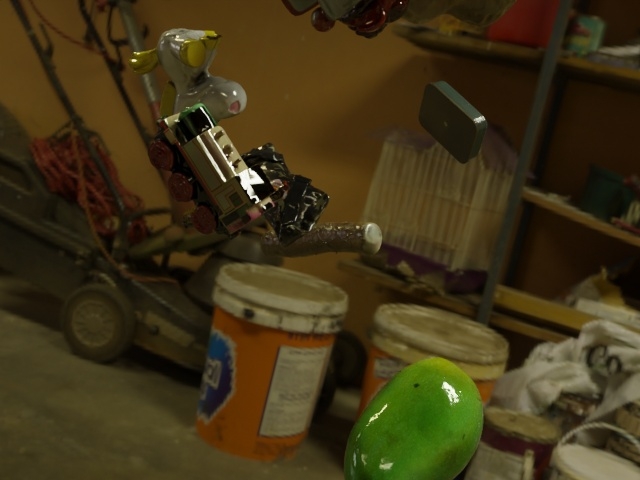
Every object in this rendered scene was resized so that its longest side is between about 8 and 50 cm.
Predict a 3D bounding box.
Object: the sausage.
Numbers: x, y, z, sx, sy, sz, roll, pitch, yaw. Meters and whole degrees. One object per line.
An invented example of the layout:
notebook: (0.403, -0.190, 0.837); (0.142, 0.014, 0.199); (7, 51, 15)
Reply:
sausage: (-0.097, -0.039, 0.880); (0.198, 0.025, 0.028); (-14, 23, 48)

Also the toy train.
toy train: (-0.106, -0.069, 0.769); (0.087, 0.138, 0.050); (-30, 4, 38)

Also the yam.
yam: (0.000, 0.000, 1.693); (0.081, 0.081, 0.357); (7, -5, -39)

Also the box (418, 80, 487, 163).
box: (0.210, -0.189, 1.267); (0.031, 0.091, 0.126); (-25, 56, -25)

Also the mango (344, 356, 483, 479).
mango: (0.184, 0.393, 1.574); (0.201, 0.225, 0.382); (-19, 19, 49)

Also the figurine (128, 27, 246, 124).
figurine: (-0.174, -0.207, 1.109); (0.130, 0.178, 0.109); (-19, 24, 9)

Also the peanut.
peanut: (0.204, -0.426, 1.215); (0.233, 0.196, 0.110); (5, 14, -4)

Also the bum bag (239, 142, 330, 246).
bum bag: (-0.075, -0.085, 1.281); (0.102, 0.069, 0.248); (-23, 48, -23)

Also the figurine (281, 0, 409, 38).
figurine: (0.047, -0.342, 1.001); (0.160, 0.183, 0.226); (51, 4, -46)
